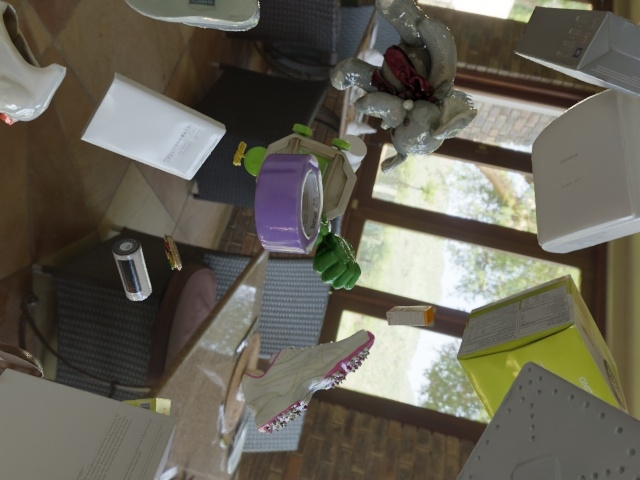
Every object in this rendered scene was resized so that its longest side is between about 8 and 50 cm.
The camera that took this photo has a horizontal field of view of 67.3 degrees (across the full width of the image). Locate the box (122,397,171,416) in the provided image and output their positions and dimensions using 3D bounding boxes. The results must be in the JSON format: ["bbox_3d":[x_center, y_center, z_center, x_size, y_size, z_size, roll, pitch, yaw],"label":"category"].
[{"bbox_3d":[-0.465,0.460,1.301,0.232,0.087,0.058,114,-28,-68],"label":"box"}]

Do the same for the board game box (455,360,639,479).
[{"bbox_3d":[0.393,0.447,0.842,0.390,0.050,0.390,-59,-170,-1],"label":"board game box"}]

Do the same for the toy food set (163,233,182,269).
[{"bbox_3d":[-0.320,0.026,1.040,0.082,0.020,0.084,160,-88,-78],"label":"toy food set"}]

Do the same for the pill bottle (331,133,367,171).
[{"bbox_3d":[0.069,-0.271,1.706,0.208,0.119,0.119,-47,-161,48],"label":"pill bottle"}]

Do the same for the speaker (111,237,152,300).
[{"bbox_3d":[-0.391,0.062,1.003,0.055,0.055,0.136,-71,169,-48],"label":"speaker"}]

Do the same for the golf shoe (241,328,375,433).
[{"bbox_3d":[-0.027,0.260,1.005,0.306,0.140,0.115,-32,151,-17],"label":"golf shoe"}]

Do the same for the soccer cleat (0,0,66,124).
[{"bbox_3d":[-0.298,-0.185,0.397,0.076,0.196,0.068,-43,-172,0],"label":"soccer cleat"}]

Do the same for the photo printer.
[{"bbox_3d":[0.570,-0.150,1.017,0.256,0.106,0.308,144,-47,-66],"label":"photo printer"}]

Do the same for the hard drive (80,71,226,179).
[{"bbox_3d":[-0.501,-0.332,1.464,0.233,0.352,0.047,-44,-133,28],"label":"hard drive"}]

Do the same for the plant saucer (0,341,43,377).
[{"bbox_3d":[-0.745,0.284,1.156,0.169,0.168,0.029,96,7,-52],"label":"plant saucer"}]

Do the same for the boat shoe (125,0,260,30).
[{"bbox_3d":[-0.211,-0.390,0.801,0.081,0.227,0.080,-83,-177,-86],"label":"boat shoe"}]

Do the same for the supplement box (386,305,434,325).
[{"bbox_3d":[0.216,0.181,1.158,0.062,0.098,0.036,-11,94,-62],"label":"supplement box"}]

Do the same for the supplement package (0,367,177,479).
[{"bbox_3d":[-0.412,0.365,0.781,0.178,0.292,0.175,-77,-172,-50],"label":"supplement package"}]

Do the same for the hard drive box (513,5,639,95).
[{"bbox_3d":[0.474,-0.322,0.825,0.232,0.180,0.089,-100,-152,-62],"label":"hard drive box"}]

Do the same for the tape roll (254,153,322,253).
[{"bbox_3d":[-0.055,-0.070,0.920,0.189,0.080,0.189,3,90,-77],"label":"tape roll"}]

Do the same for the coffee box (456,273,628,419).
[{"bbox_3d":[0.655,0.360,1.435,0.338,0.338,0.334,60,30,-4],"label":"coffee box"}]

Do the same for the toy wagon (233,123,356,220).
[{"bbox_3d":[-0.075,-0.190,1.366,0.068,0.343,0.268,-140,-110,-88],"label":"toy wagon"}]

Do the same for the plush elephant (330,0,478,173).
[{"bbox_3d":[0.176,-0.285,0.985,0.271,0.329,0.256,-38,-152,49],"label":"plush elephant"}]

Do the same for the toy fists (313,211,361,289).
[{"bbox_3d":[0.000,0.000,1.142,0.279,0.096,0.142,52,24,-23],"label":"toy fists"}]
